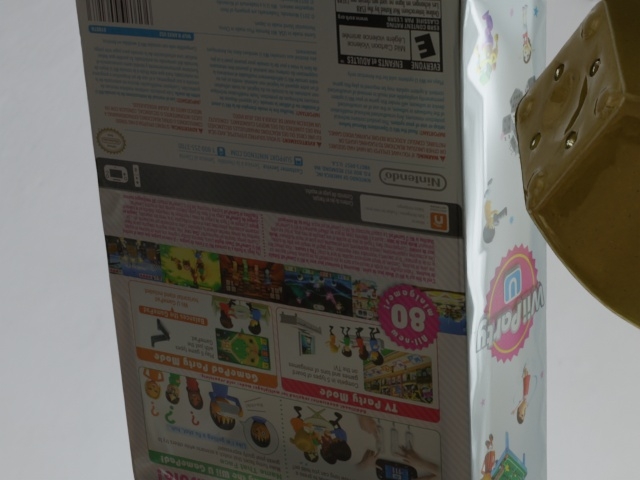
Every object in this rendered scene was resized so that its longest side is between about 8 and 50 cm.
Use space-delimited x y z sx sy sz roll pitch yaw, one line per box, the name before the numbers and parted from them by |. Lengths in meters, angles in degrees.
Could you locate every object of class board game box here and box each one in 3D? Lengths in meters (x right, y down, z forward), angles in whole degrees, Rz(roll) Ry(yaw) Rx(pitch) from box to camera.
board game box | 0.000 0.000 0.860 0.224 0.097 0.303 10 -66 30

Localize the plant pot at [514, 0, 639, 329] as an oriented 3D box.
plant pot | 0.103 -0.024 0.463 0.083 0.081 0.081 21 -49 -19
